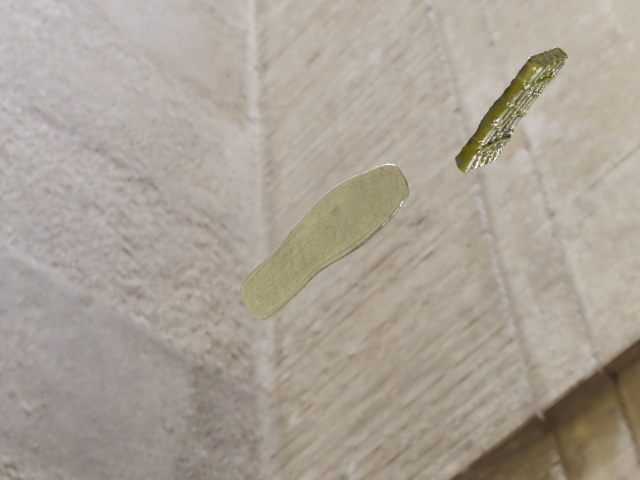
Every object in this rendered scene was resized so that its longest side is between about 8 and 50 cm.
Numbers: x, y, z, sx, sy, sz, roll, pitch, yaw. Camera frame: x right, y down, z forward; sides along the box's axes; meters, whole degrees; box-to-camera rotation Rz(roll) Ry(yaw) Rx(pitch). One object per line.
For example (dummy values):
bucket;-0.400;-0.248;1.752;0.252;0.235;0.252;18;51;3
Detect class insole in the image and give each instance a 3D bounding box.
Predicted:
insole;0.000;0.000;1.108;0.010;0.192;0.063;16;41;-48

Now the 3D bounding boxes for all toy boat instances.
toy boat;0.155;-0.105;1.078;0.016;0.115;0.063;45;36;17
